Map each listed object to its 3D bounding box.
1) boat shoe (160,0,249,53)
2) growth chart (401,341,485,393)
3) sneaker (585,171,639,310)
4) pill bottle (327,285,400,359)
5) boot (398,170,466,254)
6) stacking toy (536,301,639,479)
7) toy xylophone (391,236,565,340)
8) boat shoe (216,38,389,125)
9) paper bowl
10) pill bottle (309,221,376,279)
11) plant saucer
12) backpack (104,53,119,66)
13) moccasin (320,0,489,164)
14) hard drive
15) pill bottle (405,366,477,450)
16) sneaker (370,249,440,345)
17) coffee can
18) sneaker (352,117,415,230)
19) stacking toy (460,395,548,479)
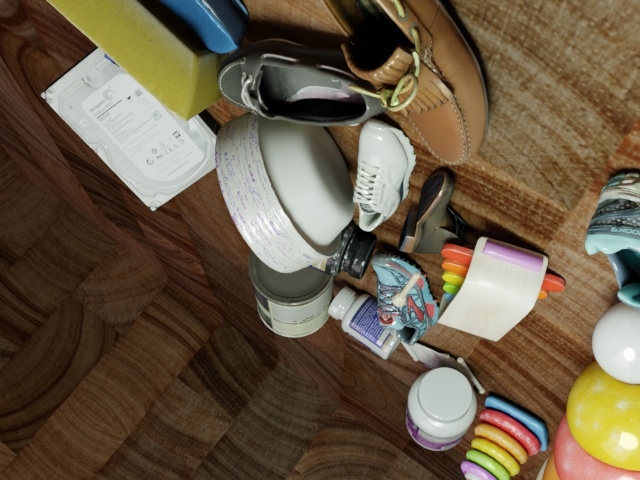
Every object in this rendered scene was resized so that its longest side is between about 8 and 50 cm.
[{"bbox_3d":[-0.202,-0.393,1.066,0.109,0.089,0.258,5,148,35],"label":"boat shoe"},{"bbox_3d":[0.302,0.310,1.848,0.237,0.021,0.172,20,154,42],"label":"growth chart"},{"bbox_3d":[0.427,0.053,0.892,0.283,0.122,0.110,42,161,-9],"label":"sneaker"},{"bbox_3d":[0.117,0.199,1.793,0.187,0.112,0.112,34,160,14],"label":"pill bottle"},{"bbox_3d":[0.209,-0.038,1.200,0.106,0.082,0.219,14,152,-4],"label":"boot"},{"bbox_3d":[0.504,0.297,1.137,0.350,0.350,0.480,20,137,42],"label":"stacking toy"},{"bbox_3d":[0.260,0.088,1.258,0.236,0.081,0.322,20,159,-3],"label":"toy xylophone"},{"bbox_3d":[-0.040,-0.226,1.054,0.335,0.095,0.112,9,128,33],"label":"boat shoe"},{"bbox_3d":[-0.044,-0.099,1.236,0.148,0.284,0.284,-22,128,21],"label":"paper bowl"},{"bbox_3d":[0.000,0.000,1.518,0.219,0.123,0.123,21,157,10],"label":"pill bottle"},{"bbox_3d":[-0.280,-0.353,1.144,0.333,0.081,0.333,42,-164,-10],"label":"plant saucer"},{"bbox_3d":[-0.327,-0.352,1.352,0.101,0.098,0.120,35,-169,10],"label":"backpack"},{"bbox_3d":[0.083,-0.228,0.844,0.139,0.147,0.380,19,152,45],"label":"moccasin"},{"bbox_3d":[-0.376,-0.249,1.517,0.339,0.237,0.064,51,-162,-25],"label":"hard drive"},{"bbox_3d":[0.299,0.417,1.806,0.169,0.169,0.301,32,160,18],"label":"pill bottle"},{"bbox_3d":[0.170,0.130,1.523,0.104,0.125,0.262,17,151,46],"label":"sneaker"},{"bbox_3d":[-0.066,0.106,1.778,0.201,0.201,0.275,34,160,13],"label":"coffee can"},{"bbox_3d":[0.095,-0.103,1.187,0.090,0.095,0.235,31,158,26],"label":"sneaker"},{"bbox_3d":[0.409,0.546,1.755,0.166,0.302,0.175,25,157,34],"label":"stacking toy"}]
